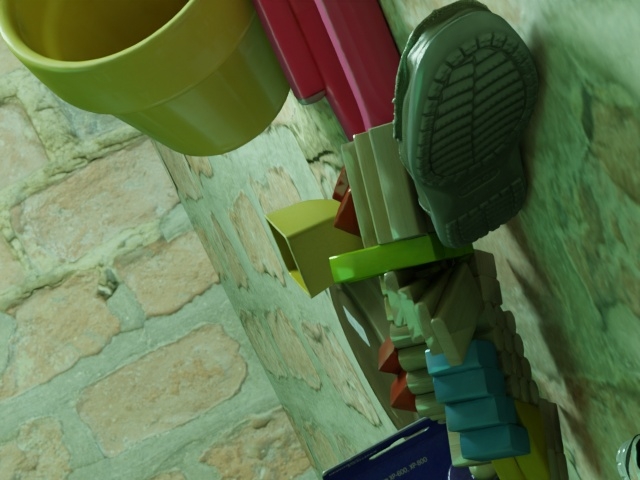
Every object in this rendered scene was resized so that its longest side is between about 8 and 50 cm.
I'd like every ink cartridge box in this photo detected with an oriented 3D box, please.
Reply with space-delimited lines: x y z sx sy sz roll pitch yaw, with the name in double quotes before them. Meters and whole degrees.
"ink cartridge box" 0.095 0.283 1.635 0.069 0.176 0.371 59 169 25

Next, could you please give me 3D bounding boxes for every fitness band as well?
"fitness band" -0.001 -0.183 1.273 0.291 0.054 0.209 65 170 -17

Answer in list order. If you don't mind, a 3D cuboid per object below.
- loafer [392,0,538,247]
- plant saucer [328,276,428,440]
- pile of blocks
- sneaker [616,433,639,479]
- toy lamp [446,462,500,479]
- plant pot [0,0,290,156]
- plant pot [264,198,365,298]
"loafer" 0.080 -0.080 0.989 0.087 0.094 0.251 57 170 25
"plant saucer" 0.079 0.132 1.741 0.278 0.041 0.278 61 171 17
"pile of blocks" 0.079 0.077 1.171 0.362 0.113 0.149 66 -153 -19
"sneaker" 0.235 0.178 1.024 0.109 0.040 0.044 59 168 21
"toy lamp" 0.140 0.171 1.393 0.080 0.080 0.274 53 167 46
"plant pot" -0.148 -0.208 1.482 0.254 0.254 0.239 56 -176 35
"plant pot" 0.000 0.000 1.664 0.081 0.083 0.081 45 159 62
